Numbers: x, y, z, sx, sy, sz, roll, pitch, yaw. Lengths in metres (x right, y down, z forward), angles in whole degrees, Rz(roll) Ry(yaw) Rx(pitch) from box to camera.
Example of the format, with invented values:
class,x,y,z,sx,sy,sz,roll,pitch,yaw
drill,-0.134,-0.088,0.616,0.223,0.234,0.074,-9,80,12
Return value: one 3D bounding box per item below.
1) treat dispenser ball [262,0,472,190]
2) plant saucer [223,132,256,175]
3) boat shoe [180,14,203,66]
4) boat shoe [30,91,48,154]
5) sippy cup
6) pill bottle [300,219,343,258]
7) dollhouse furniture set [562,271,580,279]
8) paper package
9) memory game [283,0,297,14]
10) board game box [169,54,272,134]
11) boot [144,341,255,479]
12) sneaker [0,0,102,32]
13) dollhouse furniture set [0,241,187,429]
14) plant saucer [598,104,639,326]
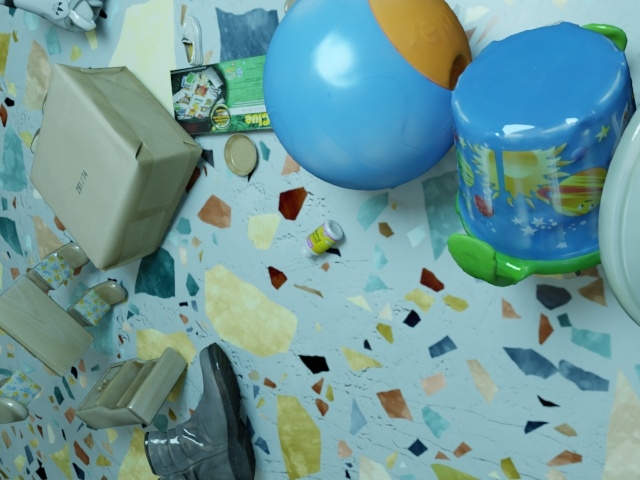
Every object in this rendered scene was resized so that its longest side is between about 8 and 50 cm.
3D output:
class,x,y,z,sx,sy,sz,roll,pitch,yaw
treat dispenser ball,0.064,-0.214,0.677,0.288,0.288,0.288,7,105,29
plant saucer,-0.158,-0.173,0.977,0.083,0.015,0.083,7,104,29
boat shoe,-0.262,-0.402,0.974,0.035,0.035,0.100,3,103,30
boat shoe,-0.619,-0.282,1.189,0.095,0.095,0.257,42,125,0
sippy cup,0.259,-0.111,0.569,0.240,0.224,0.305,-13,54,23
pill bottle,0.000,0.000,0.906,0.083,0.043,0.043,-39,80,31
dollhouse furniture set,0.349,0.006,0.664,0.081,0.114,0.091,-35,80,27
paper package,-0.455,-0.160,1.051,0.309,0.168,0.325,46,126,14
memory game,0.011,-0.375,0.834,0.186,0.012,0.186,7,104,29
board game box,-0.192,-0.283,0.965,0.259,0.030,0.136,4,101,30
boot,-0.283,0.407,1.064,0.222,0.118,0.338,-12,94,-1
sneaker,-0.594,-0.584,1.076,0.137,0.210,0.366,-48,42,29
dollhouse furniture set,-0.554,0.247,1.118,0.256,0.362,0.394,-20,119,33
plant saucer,0.482,-0.041,0.459,0.400,0.100,0.400,-2,111,-6
